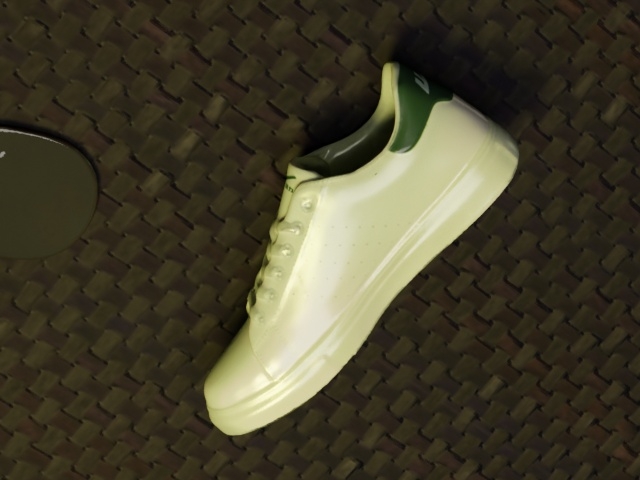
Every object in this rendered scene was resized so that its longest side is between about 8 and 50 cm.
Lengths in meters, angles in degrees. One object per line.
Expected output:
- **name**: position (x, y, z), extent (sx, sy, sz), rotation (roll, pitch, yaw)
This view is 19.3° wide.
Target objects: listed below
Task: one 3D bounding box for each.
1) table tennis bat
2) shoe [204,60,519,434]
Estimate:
- **table tennis bat**: position (-0.213, -0.034, 1.159), extent (0.156, 0.013, 0.087), rotation (14, 113, -21)
- **shoe**: position (0.000, 0.000, 1.193), extent (0.265, 0.095, 0.110), rotation (-45, 113, 4)
